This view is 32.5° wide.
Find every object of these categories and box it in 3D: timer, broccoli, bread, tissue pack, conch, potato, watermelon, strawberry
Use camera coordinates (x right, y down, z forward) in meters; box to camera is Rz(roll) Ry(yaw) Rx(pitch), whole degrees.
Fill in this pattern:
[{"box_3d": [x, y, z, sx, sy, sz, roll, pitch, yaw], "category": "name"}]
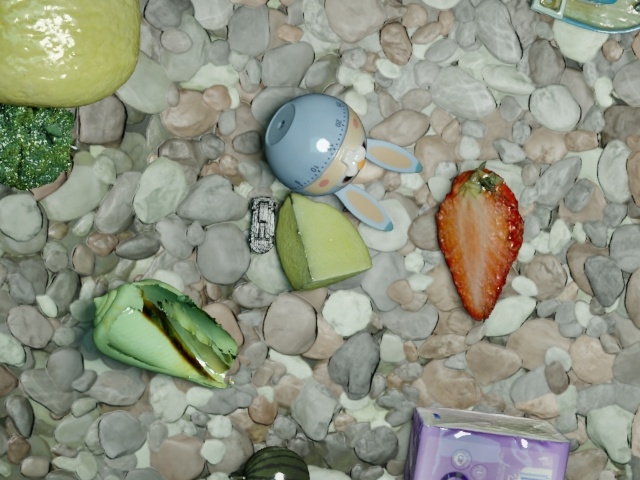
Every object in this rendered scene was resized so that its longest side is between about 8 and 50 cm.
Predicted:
[{"box_3d": [0.036, -0.123, 1.689, 0.255, 0.175, 0.175, 29, 93, -5], "category": "timer"}, {"box_3d": [-0.458, -0.160, 1.658, 0.195, 0.195, 0.156, 19, 74, -5], "category": "broccoli"}, {"box_3d": [-0.418, -0.313, 1.575, 0.321, 0.320, 0.237, 9, 98, -4], "category": "bread"}, {"box_3d": [0.245, 0.451, 1.758, 0.242, 0.160, 0.338, 9, 96, -3], "category": "tissue pack"}, {"box_3d": [-0.235, 0.141, 1.708, 0.251, 0.137, 0.143, 19, 93, -5], "category": "conch"}, {"box_3d": [0.000, 0.000, 1.757, 0.120, 0.081, 0.149, -8, 78, -33], "category": "potato"}, {"box_3d": [-0.083, 0.381, 1.754, 0.133, 0.105, 0.105, 11, 95, -22], "category": "watermelon"}, {"box_3d": [0.269, -0.009, 1.737, 0.107, 0.175, 0.235, -17, 135, -32], "category": "strawberry"}]

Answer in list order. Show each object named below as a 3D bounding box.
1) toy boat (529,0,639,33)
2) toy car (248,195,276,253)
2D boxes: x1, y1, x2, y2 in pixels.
[{"box_3d": [0.432, -0.376, 1.722, 0.215, 0.102, 0.088, 14, 97, -5], "category": "toy boat"}, {"box_3d": [-0.093, -0.025, 1.757, 0.041, 0.025, 0.093, 4, 92, -2], "category": "toy car"}]
